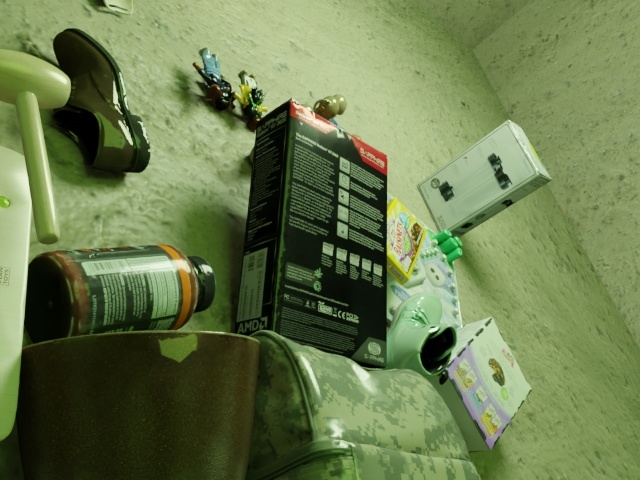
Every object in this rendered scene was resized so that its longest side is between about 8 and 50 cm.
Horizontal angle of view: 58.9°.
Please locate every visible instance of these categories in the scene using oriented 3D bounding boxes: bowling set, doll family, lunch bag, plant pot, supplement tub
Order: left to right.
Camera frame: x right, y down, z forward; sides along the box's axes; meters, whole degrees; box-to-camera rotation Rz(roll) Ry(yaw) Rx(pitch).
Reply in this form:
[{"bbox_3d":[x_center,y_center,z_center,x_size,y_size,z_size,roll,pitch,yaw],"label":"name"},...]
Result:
[{"bbox_3d":[-0.211,0.058,0.625,0.198,0.106,0.106,-4,62,-54],"label":"supplement tub"},{"bbox_3d":[-0.154,0.211,0.489,0.215,0.215,0.230,14,64,-45],"label":"plant pot"},{"bbox_3d":[-0.160,-0.270,1.039,0.193,0.076,0.111,17,51,-37],"label":"doll family"},{"bbox_3d":[0.020,-0.169,1.088,0.200,0.154,0.287,48,33,-6],"label":"bowling set"},{"bbox_3d":[0.029,0.248,0.648,0.305,0.212,0.256,25,42,-39],"label":"lunch bag"}]

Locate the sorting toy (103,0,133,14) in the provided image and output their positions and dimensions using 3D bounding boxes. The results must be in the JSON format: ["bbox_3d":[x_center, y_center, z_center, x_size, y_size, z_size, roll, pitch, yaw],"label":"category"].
[{"bbox_3d":[-0.352,-0.421,0.964,0.083,0.045,0.075,-4,70,-54],"label":"sorting toy"}]

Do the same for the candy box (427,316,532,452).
[{"bbox_3d":[0.289,0.261,1.047,0.196,0.070,0.165,-29,90,-44],"label":"candy box"}]

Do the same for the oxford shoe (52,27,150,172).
[{"bbox_3d":[-0.314,-0.193,0.756,0.096,0.083,0.227,-13,69,-51],"label":"oxford shoe"}]

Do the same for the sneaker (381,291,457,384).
[{"bbox_3d":[0.184,0.159,0.948,0.256,0.151,0.094,-41,102,-46],"label":"sneaker"}]

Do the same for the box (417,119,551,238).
[{"bbox_3d":[0.409,-0.146,1.440,0.087,0.290,0.169,8,52,-48],"label":"box"}]

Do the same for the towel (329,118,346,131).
[{"bbox_3d":[0.038,-0.241,1.299,0.119,0.029,0.067,46,34,-13],"label":"towel"}]

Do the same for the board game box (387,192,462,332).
[{"bbox_3d":[0.185,0.034,1.207,0.390,0.050,0.390,37,36,-24],"label":"board game box"}]

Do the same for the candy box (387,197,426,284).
[{"bbox_3d":[0.154,-0.004,1.130,0.105,0.027,0.206,45,33,-7],"label":"candy box"}]

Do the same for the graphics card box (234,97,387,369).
[{"bbox_3d":[0.000,0.000,0.869,0.233,0.094,0.371,22,60,-40],"label":"graphics card box"}]

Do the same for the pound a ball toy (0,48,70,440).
[{"bbox_3d":[-0.309,0.006,0.451,0.136,0.208,0.319,19,46,-42],"label":"pound a ball toy"}]
